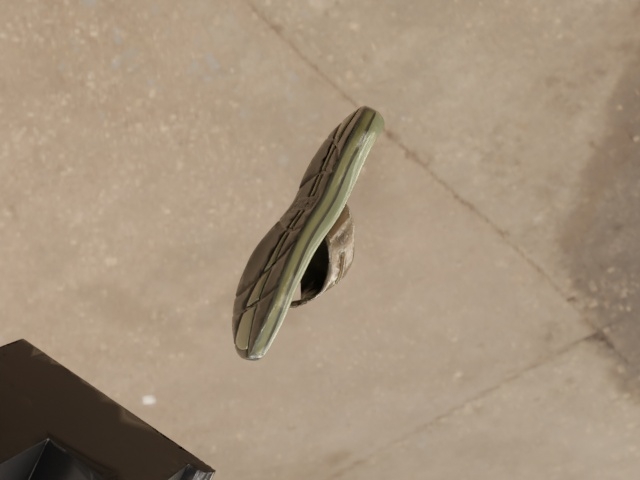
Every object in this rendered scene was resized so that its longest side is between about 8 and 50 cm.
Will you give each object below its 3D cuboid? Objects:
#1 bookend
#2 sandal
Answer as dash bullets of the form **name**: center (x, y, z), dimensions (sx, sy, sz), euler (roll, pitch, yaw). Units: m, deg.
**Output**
- **bookend**: center (-0.169, 0.141, 0.633), dimensions (0.072, 0.157, 0.156), euler (-62, 168, 16)
- **sandal**: center (0.001, -0.001, 1.177), dimensions (0.086, 0.120, 0.302), euler (33, 83, -20)
